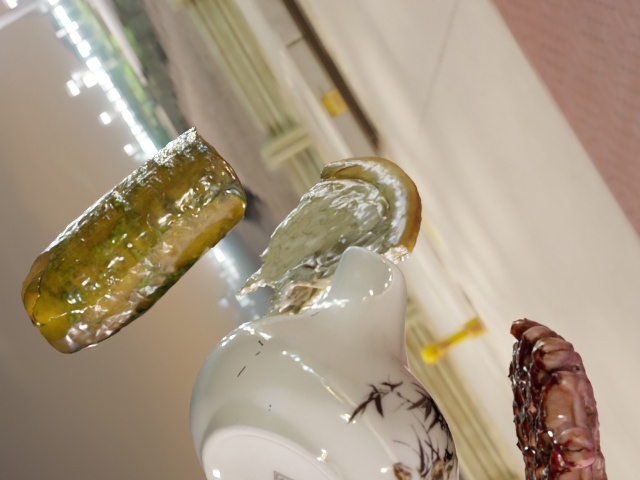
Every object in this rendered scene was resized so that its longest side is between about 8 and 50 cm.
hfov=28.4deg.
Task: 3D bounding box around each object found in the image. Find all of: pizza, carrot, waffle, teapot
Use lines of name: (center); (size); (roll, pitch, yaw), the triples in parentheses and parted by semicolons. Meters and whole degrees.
pizza: (0.000, 0.000, 1.408); (0.034, 0.262, 0.181); (36, -151, -38)
carrot: (-0.125, 0.003, 0.859); (0.082, 0.173, 0.082); (51, -176, -5)
waffle: (0.189, 0.170, 0.998); (0.234, 0.055, 0.221); (68, -166, -75)
teapot: (0.004, 0.154, 0.945); (0.208, 0.166, 0.300); (15, 144, 12)
